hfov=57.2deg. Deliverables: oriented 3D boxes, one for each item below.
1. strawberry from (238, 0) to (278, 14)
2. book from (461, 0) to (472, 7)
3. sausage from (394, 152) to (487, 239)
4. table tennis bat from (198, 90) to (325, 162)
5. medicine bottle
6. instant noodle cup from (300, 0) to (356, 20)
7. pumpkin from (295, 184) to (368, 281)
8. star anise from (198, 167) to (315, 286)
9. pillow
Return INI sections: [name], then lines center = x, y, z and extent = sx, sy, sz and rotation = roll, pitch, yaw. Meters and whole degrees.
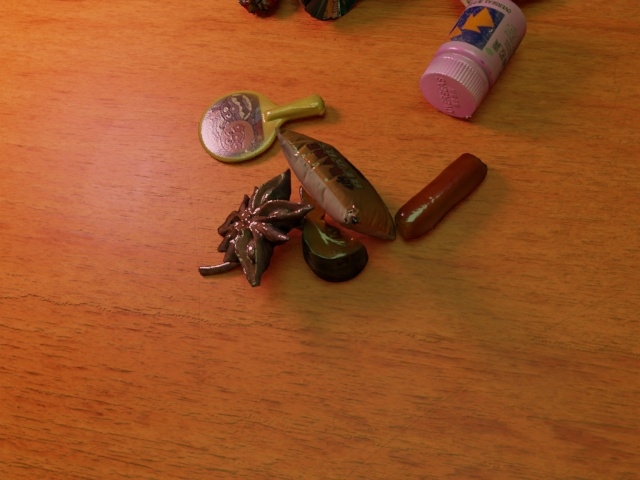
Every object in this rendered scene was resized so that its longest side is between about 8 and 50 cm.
[strawberry]
center = -0.181, -0.760, 1.768
extent = 0.131, 0.131, 0.148
rotation = 16, 80, 12
[book]
center = 0.507, -0.763, 1.702
extent = 0.282, 0.025, 0.215
rotation = -17, 57, -11
[sausage]
center = 0.307, -0.116, 1.484
extent = 0.300, 0.083, 0.089
rotation = -42, 58, -11
[table tennis bat]
center = -0.166, -0.337, 1.641
extent = 0.368, 0.054, 0.224
rotation = -13, 69, 6
[medicine bottle]
center = 0.407, -0.492, 1.566
extent = 0.178, 0.178, 0.291
rotation = 30, 74, 16
[instant noodle cup]
center = -0.002, -0.786, 1.703
extent = 0.240, 0.240, 0.178
rotation = -34, 63, -7
[pumpkin]
center = -0.006, -0.001, 1.454
extent = 0.126, 0.131, 0.248
rotation = -42, 68, -10
[star anise]
center = -0.157, -0.023, 1.448
extent = 0.349, 0.109, 0.292
rotation = -55, 30, -3
[pillow]
center = 0.046, -0.127, 1.406
extent = 0.119, 0.312, 0.310
rotation = -42, 69, 14
